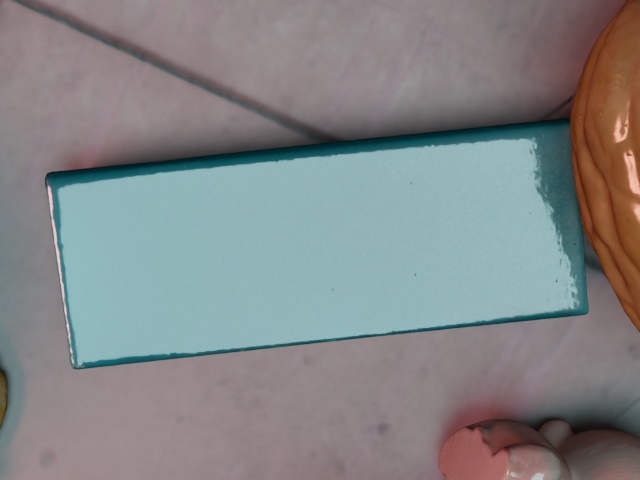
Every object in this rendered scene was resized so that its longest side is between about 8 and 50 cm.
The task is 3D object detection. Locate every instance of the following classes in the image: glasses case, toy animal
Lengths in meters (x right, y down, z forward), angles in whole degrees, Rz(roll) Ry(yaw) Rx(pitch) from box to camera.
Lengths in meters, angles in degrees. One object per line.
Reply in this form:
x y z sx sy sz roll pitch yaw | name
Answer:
0.000 -0.002 0.726 0.301 0.070 0.117 -5 100 0 | glasses case
0.183 0.169 0.764 0.213 0.124 0.124 6 106 -12 | toy animal

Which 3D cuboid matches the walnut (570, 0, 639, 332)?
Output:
0.244 -0.038 0.653 0.225 0.225 0.261 -25 100 4 | walnut

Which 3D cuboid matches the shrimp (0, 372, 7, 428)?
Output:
-0.278 0.069 0.737 0.173 0.058 0.253 -3 107 -9 | shrimp
